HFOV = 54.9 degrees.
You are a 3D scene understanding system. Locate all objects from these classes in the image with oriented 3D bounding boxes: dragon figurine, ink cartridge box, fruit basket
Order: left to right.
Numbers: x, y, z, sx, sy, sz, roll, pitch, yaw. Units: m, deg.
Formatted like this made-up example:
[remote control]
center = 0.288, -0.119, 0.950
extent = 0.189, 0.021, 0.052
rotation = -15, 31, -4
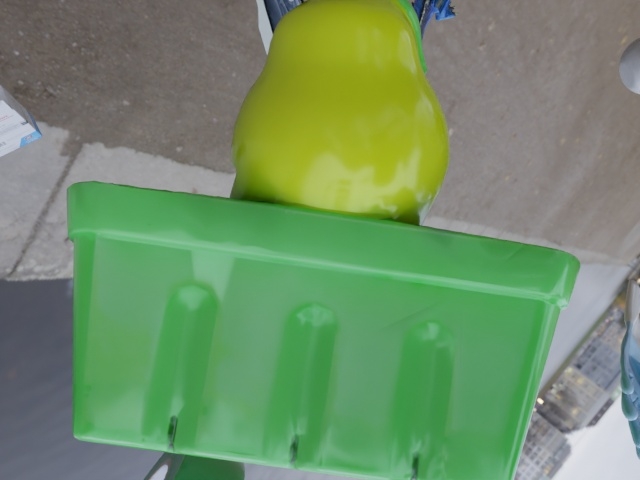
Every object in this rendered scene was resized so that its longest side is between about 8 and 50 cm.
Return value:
[ink cartridge box]
center = -0.302, -0.113, 0.572
extent = 0.048, 0.028, 0.083
rotation = -28, 170, -8
[fruit basket]
center = 0.000, 0.000, 0.510
extent = 0.392, 0.392, 0.283
rotation = -43, 168, -17
[dragon figurine]
center = 0.186, -0.418, 1.006
extent = 0.289, 0.085, 0.144
rotation = -68, 166, 16

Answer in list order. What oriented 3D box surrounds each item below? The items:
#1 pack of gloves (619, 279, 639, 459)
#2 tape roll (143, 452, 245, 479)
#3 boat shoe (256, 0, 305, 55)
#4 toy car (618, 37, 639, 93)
[pack of gloves]
center = 0.351, 0.173, 0.620
extent = 0.046, 0.195, 0.232
rotation = -14, -165, 34
[tape roll]
center = -0.204, 0.368, 0.676
extent = 0.321, 0.077, 0.321
rotation = -53, -173, 9
[boat shoe]
center = -0.049, -0.322, 0.722
extent = 0.079, 0.095, 0.254
rotation = -11, 129, 5
[toy car]
center = 0.472, -0.214, 0.741
extent = 0.159, 0.136, 0.182
rotation = -24, 179, 4
